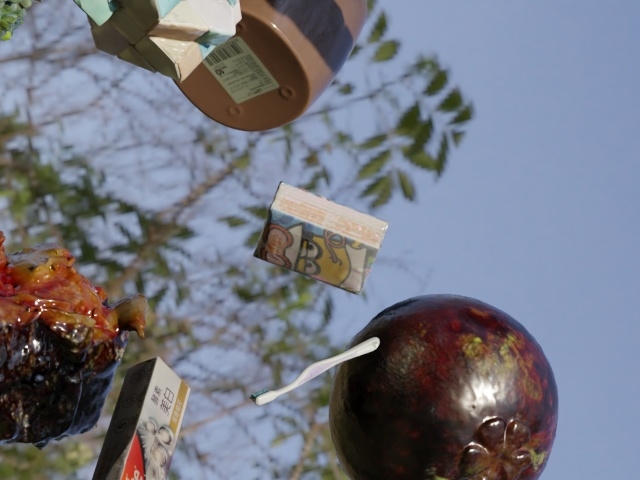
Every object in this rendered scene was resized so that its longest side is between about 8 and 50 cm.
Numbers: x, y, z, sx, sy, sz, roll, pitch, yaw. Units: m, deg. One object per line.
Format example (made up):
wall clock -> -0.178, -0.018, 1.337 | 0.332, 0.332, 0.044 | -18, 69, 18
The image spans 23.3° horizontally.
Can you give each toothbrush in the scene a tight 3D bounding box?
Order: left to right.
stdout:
toothbrush -> -0.002, 0.100, 1.195 | 0.013, 0.131, 0.011 | 27, -53, 41

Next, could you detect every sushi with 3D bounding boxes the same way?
sushi -> -0.322, 0.099, 1.480 | 0.196, 0.343, 0.182 | 48, -56, 35

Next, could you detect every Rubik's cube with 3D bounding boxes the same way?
Rubik's cube -> -0.082, -0.135, 0.822 | 0.084, 0.075, 0.073 | 9, -40, 18

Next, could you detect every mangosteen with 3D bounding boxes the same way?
mangosteen -> 0.099, 0.161, 1.538 | 0.289, 0.231, 0.231 | 13, -65, 59

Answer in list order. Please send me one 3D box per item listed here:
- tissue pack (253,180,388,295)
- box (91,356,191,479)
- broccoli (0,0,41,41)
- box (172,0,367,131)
tissue pack -> 0.000, 0.000, 2.026 | 0.115, 0.155, 0.065 | 111, -2, -51
box -> -0.168, 0.201, 1.402 | 0.040, 0.218, 0.055 | -24, -59, 27
broccoli -> -0.312, -0.286, 1.245 | 0.338, 0.277, 0.317 | 30, -13, 37
box -> -0.098, -0.323, 2.333 | 0.301, 0.216, 0.301 | 12, -44, 12
